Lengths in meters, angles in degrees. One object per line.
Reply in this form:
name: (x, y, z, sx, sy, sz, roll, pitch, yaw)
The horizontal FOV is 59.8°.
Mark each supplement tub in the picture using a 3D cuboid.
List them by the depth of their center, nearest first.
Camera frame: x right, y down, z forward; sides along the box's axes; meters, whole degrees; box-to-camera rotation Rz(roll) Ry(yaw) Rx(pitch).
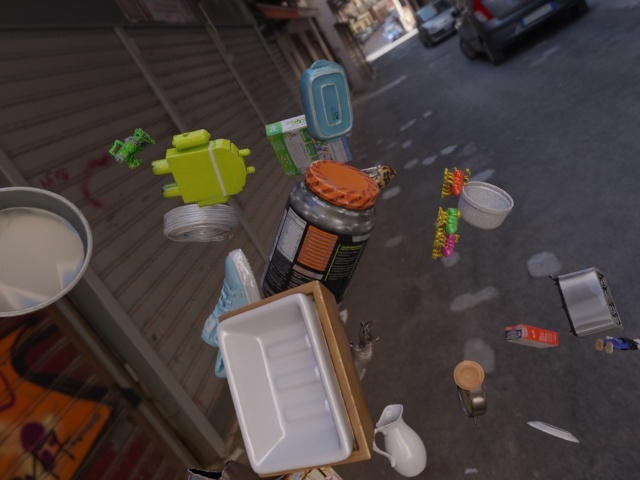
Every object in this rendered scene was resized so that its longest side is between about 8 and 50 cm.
supplement tub: (0.000, 0.000, 1.287, 0.207, 0.207, 0.338, -63, -4, -62)

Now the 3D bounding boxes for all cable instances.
cable: (-0.408, -0.061, 1.913, 0.257, 0.089, 0.257, -3, -12, -25)

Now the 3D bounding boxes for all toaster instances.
toaster: (0.702, 0.165, 1.462, 0.110, 0.168, 0.185, -24, -26, 31)

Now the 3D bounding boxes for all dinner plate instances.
dinner plate: (0.651, 0.530, 1.556, 0.141, 0.141, 0.017, 4, 74, 65)

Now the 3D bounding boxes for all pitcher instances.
pitcher: (0.244, 0.664, 1.790, 0.177, 0.207, 0.125, -31, 8, -39)

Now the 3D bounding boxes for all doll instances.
doll: (1.035, 0.355, 1.910, 0.189, 0.046, 0.129, 2, 5, -23)

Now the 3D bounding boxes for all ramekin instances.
ramekin: (0.640, -0.133, 2.189, 0.207, 0.109, 0.207, 9, 35, -7)

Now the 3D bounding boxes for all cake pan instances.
cake pan: (-0.604, 0.026, 1.099, 0.293, 0.293, 0.054, -43, -13, -33)

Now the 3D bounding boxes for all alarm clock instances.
alarm clock: (0.481, 0.475, 1.755, 0.064, 0.192, 0.129, -12, 30, -3)

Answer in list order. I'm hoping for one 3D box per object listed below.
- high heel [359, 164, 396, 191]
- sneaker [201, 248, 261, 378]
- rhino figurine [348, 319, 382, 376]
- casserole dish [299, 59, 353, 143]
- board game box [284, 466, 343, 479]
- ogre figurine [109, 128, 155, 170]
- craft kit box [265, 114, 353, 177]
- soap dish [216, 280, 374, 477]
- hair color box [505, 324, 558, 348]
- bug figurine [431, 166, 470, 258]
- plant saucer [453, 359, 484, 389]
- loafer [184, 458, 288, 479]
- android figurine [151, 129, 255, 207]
high heel: (0.193, -0.124, 1.913, 0.186, 0.261, 0.093, -12, 9, -14)
sneaker: (-0.230, 0.204, 1.418, 0.150, 0.366, 0.135, -12, 22, -22)
rhino figurine: (0.111, 0.348, 1.706, 0.106, 0.073, 0.243, 39, 105, 41)
casserole dish: (0.019, -0.307, 1.249, 0.114, 0.188, 0.037, -18, 28, -13)
board game box: (-0.031, 0.595, 1.246, 0.193, 0.147, 0.045, -44, 15, -21)
ogre figurine: (-0.570, -0.283, 1.691, 0.118, 0.097, 0.197, -47, 34, -3)
craft kit box: (-0.033, -0.327, 1.886, 0.246, 0.250, 0.061, -17, 60, 5)
soap dish: (-0.042, 0.237, 0.954, 0.229, 0.291, 0.118, -23, -12, 30)
hair color box: (0.630, 0.287, 1.658, 0.072, 0.141, 0.043, -33, 47, 59)
bug figurine: (0.378, -0.069, 1.621, 0.072, 0.279, 0.216, 9, 57, 11)
plant saucer: (0.412, 0.375, 1.544, 0.083, 0.083, 0.013, -30, 1, 7)
loafer: (-0.277, 0.783, 1.809, 0.365, 0.130, 0.134, -3, -8, -8)
android figurine: (-0.323, -0.196, 1.561, 0.272, 0.248, 0.056, -13, 43, 1)
